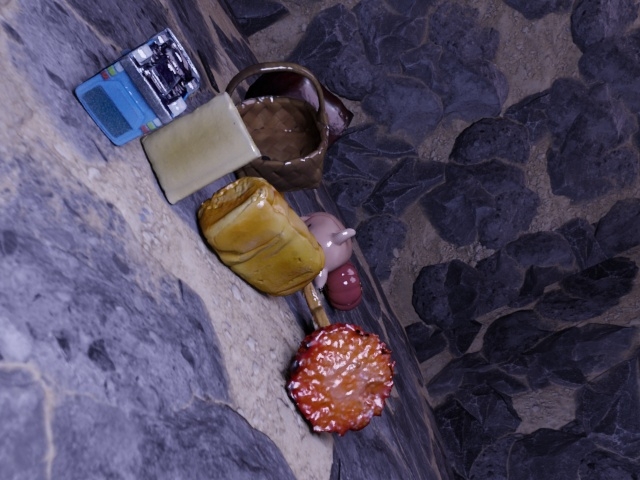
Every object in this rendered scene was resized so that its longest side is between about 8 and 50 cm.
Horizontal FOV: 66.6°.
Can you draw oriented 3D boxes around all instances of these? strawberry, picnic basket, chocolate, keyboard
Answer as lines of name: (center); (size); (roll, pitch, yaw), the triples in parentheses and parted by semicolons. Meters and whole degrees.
strawberry: (0.019, 0.280, 1.025); (0.234, 0.234, 0.178); (62, -20, -5)
picnic basket: (-0.119, -0.327, 1.306); (0.337, 0.293, 0.337); (172, -90, -78)
chocolate: (-0.118, -0.458, 1.782); (0.331, 0.384, 0.383); (45, 15, -19)
keyboard: (-0.364, -0.552, 1.591); (0.155, 0.010, 0.053); (66, 9, 16)

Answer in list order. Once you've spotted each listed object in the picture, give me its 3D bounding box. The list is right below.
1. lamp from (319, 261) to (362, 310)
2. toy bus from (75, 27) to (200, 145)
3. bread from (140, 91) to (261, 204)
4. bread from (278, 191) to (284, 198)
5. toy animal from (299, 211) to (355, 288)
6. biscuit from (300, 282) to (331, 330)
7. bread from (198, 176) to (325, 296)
lamp: (0.062, 0.150, 1.625); (0.182, 0.140, 0.182); (164, -90, -85)
toy bus: (-0.293, -0.262, 0.813); (0.116, 0.133, 0.234); (58, 16, -29)
bread: (-0.209, -0.161, 0.857); (0.139, 0.178, 0.060); (65, 5, 8)
bread: (-0.152, -0.157, 1.432); (0.106, 0.082, 0.125); (44, 18, -45)
toy animal: (-0.002, 0.000, 1.494); (0.213, 0.195, 0.256); (31, 12, 10)
biscuit: (0.023, 0.261, 1.256); (0.216, 0.047, 0.339); (-116, -177, -45)
bread: (-0.107, -0.001, 0.993); (0.294, 0.167, 0.132); (51, 16, -53)
